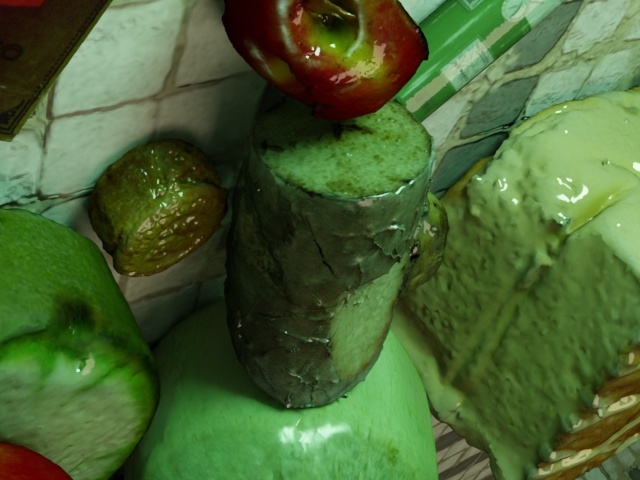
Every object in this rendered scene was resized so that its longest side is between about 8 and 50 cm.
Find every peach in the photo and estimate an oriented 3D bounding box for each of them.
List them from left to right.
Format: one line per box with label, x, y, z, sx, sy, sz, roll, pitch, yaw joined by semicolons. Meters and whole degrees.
peach;-0.002;-0.131;0.650;0.092;0.127;0.172;-45;180;3

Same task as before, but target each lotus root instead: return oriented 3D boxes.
lotus root;0.074;0.001;0.987;0.089;0.080;0.179;-33;159;-12

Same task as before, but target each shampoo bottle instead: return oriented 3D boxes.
shampoo bottle;0.093;-0.144;0.783;0.204;0.065;0.065;-40;155;9

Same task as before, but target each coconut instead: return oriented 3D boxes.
coconut;-0.031;0.196;0.962;0.328;0.328;0.281;-8;137;-45

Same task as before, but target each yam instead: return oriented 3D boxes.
yam;0.000;0.000;0.767;0.154;0.154;0.254;-24;148;-23

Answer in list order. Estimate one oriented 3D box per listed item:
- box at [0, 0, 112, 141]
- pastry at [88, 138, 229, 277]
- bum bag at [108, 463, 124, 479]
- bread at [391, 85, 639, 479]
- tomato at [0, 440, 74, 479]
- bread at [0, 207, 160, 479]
box;-0.145;-0.159;0.449;0.240;0.071;0.159;-47;155;21
pastry;-0.116;-0.023;0.740;0.097;0.057;0.109;-21;154;-40
bum bag;-0.149;0.288;1.129;0.248;0.102;0.069;13;156;-35
bread;0.313;0.044;1.130;0.390;0.279;0.371;-18;148;-34
tomato;-0.231;0.258;0.506;0.293;0.290;0.325;-11;155;-41
bread;-0.294;0.125;0.686;0.366;0.129;0.382;-24;154;-17
